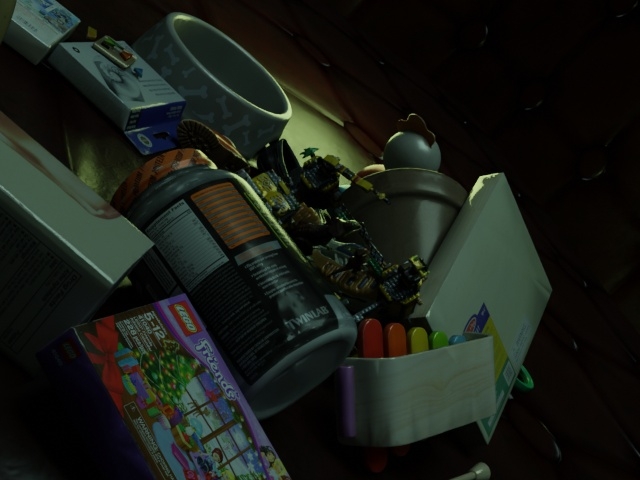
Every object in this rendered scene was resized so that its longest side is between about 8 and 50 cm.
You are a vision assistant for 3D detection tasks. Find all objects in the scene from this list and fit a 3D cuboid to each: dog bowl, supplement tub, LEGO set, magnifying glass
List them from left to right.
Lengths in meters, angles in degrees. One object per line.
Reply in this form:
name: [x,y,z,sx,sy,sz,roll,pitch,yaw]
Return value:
dog bowl: [-0.203,-0.309,1.842,0.349,0.102,0.349,36,21,-16]
supplement tub: [-0.116,0.049,1.153,0.316,0.193,0.193,52,22,22]
LEGO set: [0.000,0.000,1.338,0.192,0.255,0.331,96,-30,-64]
magnifying glass: [0.372,0.226,1.972,0.092,0.026,0.231,23,30,-43]

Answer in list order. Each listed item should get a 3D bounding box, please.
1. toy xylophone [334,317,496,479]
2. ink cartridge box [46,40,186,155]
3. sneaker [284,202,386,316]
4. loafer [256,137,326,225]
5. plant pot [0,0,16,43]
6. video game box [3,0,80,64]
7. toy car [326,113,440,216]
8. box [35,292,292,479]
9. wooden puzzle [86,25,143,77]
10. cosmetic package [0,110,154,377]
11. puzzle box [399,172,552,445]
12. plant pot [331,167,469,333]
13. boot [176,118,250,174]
toy xylophone: [0.149,0.231,1.308,0.322,0.081,0.236,8,83,-46]
ink cartridge box: [-0.315,-0.247,1.584,0.224,0.045,0.223,44,20,3]
sneaker: [-0.014,0.039,1.531,0.296,0.112,0.131,38,-27,29]
loafer: [-0.047,-0.103,1.754,0.076,0.078,0.223,19,31,-48]
plant pot: [-0.513,-0.397,1.240,0.284,0.191,0.284,32,33,-23]
video game box: [-0.501,-0.381,1.502,0.205,0.048,0.187,38,24,-14]
toy car: [0.159,-0.143,1.864,0.219,0.238,0.210,-11,30,-41]
box: [-0.132,0.203,0.926,0.293,0.057,0.201,59,22,6]
wooden puzzle: [-0.345,-0.321,1.585,0.116,0.014,0.078,33,22,-17]
cosmetic package: [-0.337,-0.026,0.948,0.296,0.153,0.129,43,21,-5]
puzzle box: [0.275,0.105,1.588,0.409,0.052,0.272,-53,125,-44]
plant pot: [0.152,0.039,1.652,0.263,0.263,0.229,30,40,-32]
boot: [-0.196,-0.169,1.649,0.158,0.059,0.084,39,16,-37]
